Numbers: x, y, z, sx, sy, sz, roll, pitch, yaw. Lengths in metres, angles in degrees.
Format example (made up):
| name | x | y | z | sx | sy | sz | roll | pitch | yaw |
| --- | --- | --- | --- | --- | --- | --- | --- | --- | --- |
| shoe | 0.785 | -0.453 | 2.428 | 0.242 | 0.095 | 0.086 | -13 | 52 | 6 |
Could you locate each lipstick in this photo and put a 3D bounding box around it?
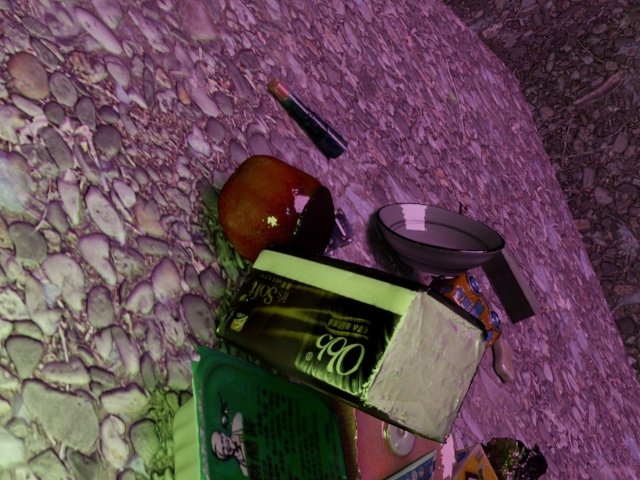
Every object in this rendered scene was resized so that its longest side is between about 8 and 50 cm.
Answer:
| name | x | y | z | sx | sy | sz | roll | pitch | yaw |
| --- | --- | --- | --- | --- | --- | --- | --- | --- | --- |
| lipstick | -0.030 | -0.283 | 1.962 | 0.234 | 0.053 | 0.053 | 44 | 31 | -26 |

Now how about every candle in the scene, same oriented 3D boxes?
| name | x | y | z | sx | sy | sz | roll | pitch | yaw |
| --- | --- | --- | --- | --- | --- | --- | --- | --- | --- |
| candle | 0.095 | 0.341 | 1.508 | 0.317 | 0.131 | 0.287 | 56 | 39 | -17 |

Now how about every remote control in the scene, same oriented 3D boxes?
| name | x | y | z | sx | sy | sz | roll | pitch | yaw |
| --- | --- | --- | --- | --- | --- | --- | --- | --- | --- |
| remote control | 0.494 | 0.323 | 2.331 | 0.074 | 0.032 | 0.122 | 48 | 30 | -26 |

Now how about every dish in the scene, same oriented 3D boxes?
| name | x | y | z | sx | sy | sz | roll | pitch | yaw |
| --- | --- | --- | --- | --- | --- | --- | --- | --- | --- |
| dish | 0.276 | 0.011 | 2.059 | 0.316 | 0.316 | 0.106 | -38 | 142 | -63 |

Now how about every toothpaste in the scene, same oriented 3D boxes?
| name | x | y | z | sx | sy | sz | roll | pitch | yaw |
| --- | --- | --- | --- | --- | --- | --- | --- | --- | --- |
| toothpaste | 0.137 | 0.394 | 1.412 | 0.197 | 0.034 | 0.057 | -10 | 109 | -51 |

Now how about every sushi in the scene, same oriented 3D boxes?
| name | x | y | z | sx | sy | sz | roll | pitch | yaw |
| --- | --- | --- | --- | --- | --- | --- | --- | --- | --- |
| sushi | 0.415 | 0.514 | 1.886 | 0.115 | 0.147 | 0.212 | 55 | 31 | -14 |

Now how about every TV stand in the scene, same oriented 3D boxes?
| name | x | y | z | sx | sy | sz | roll | pitch | yaw |
| --- | --- | --- | --- | --- | --- | --- | --- | --- | --- |
| TV stand | 0.559 | 0.108 | 2.598 | 0.270 | 0.082 | 0.088 | 62 | 28 | -1 |

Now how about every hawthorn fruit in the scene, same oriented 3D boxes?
| name | x | y | z | sx | sy | sz | roll | pitch | yaw |
| --- | --- | --- | --- | --- | --- | --- | --- | --- | --- |
| hawthorn fruit | -0.089 | -0.066 | 1.500 | 0.189 | 0.189 | 0.251 | 18 | 27 | -54 |

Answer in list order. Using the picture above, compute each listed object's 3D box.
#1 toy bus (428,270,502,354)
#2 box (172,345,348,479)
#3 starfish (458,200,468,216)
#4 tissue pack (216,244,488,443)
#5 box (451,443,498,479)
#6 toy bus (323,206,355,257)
| name | x | y | z | sx | sy | sz | roll | pitch | yaw |
| --- | --- | --- | --- | --- | --- | --- | --- | --- | --- |
| toy bus | 0.339 | 0.189 | 2.087 | 0.210 | 0.126 | 0.136 | 58 | 35 | -10 |
| box | -0.090 | 0.321 | 1.217 | 0.336 | 0.106 | 0.264 | 32 | 39 | -44 |
| starfish | 0.431 | -0.051 | 2.563 | 0.133 | 0.041 | 0.130 | 58 | 20 | -4 |
| tissue pack | 0.040 | 0.139 | 1.309 | 0.210 | 0.370 | 0.198 | 29 | 81 | -39 |
| box | 0.272 | 0.524 | 1.675 | 0.168 | 0.097 | 0.265 | 64 | 26 | 4 |
| toy bus | 0.000 | 0.000 | 1.716 | 0.081 | 0.074 | 0.226 | 59 | 27 | -4 |
